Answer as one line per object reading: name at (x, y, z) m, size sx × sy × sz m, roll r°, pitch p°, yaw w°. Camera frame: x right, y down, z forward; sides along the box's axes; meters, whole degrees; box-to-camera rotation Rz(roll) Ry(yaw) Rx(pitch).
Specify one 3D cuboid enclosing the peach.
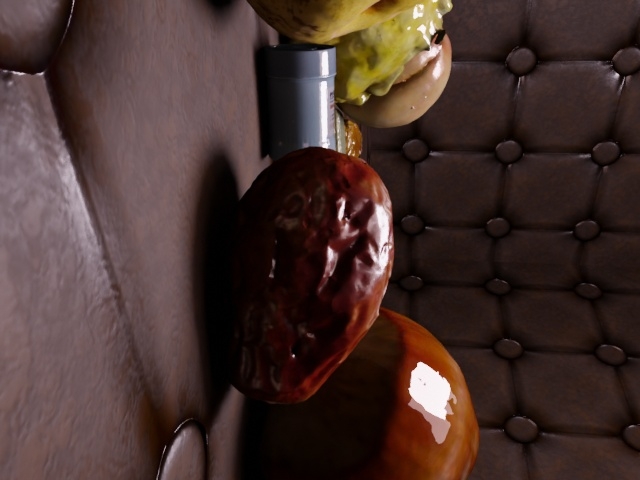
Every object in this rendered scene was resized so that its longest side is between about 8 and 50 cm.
peach at (0.127, -0.369, 1.225) m, size 0.292 × 0.293 × 0.247 m, roll 84°, pitch 28°, yaw -45°

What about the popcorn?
popcorn at (0.079, -0.356, 0.978) m, size 0.252 × 0.286 × 0.215 m, roll -26°, pitch 82°, yaw -43°

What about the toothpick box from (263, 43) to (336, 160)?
toothpick box at (-0.028, -0.195, 0.850) m, size 0.101 × 0.101 × 0.153 m, roll -71°, pitch 163°, yaw -64°

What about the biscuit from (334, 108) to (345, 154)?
biscuit at (0.035, -0.181, 1.294) m, size 0.121 × 0.041 × 0.199 m, roll -41°, pitch 128°, yaw -79°

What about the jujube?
jujube at (-0.022, 0.038, 0.689) m, size 0.197 × 0.197 × 0.290 m, roll -30°, pitch 136°, yaw -81°

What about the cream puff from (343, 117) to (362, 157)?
cream puff at (0.047, -0.236, 1.445) m, size 0.122 × 0.094 × 0.115 m, roll -34°, pitch 126°, yaw -51°

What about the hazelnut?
hazelnut at (0.075, 0.271, 0.916) m, size 0.366 × 0.366 × 0.365 m, roll 2°, pitch 90°, yaw -82°

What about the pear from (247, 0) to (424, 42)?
pear at (0.014, -0.345, 0.615) m, size 0.271 × 0.272 × 0.270 m, roll 2°, pitch 90°, yaw -82°
